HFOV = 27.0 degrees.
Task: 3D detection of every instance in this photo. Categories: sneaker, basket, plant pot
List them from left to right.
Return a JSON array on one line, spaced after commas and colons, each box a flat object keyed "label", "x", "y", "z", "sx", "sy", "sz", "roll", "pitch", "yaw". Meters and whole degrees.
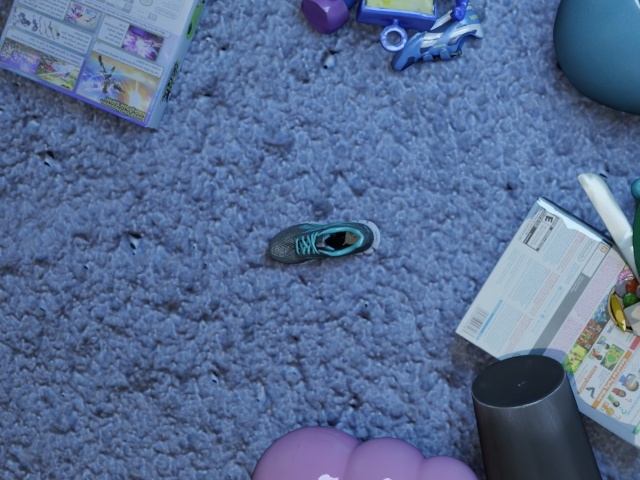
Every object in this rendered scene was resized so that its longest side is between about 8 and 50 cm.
[{"label": "sneaker", "x": 0.000, "y": 0.000, "z": 1.932, "sx": 0.166, "sy": 0.076, "sz": 0.065, "roll": -10, "pitch": 89, "yaw": 12}, {"label": "sneaker", "x": 0.166, "y": -0.278, "z": 1.899, "sx": 0.144, "sy": 0.053, "sz": 0.059, "roll": -33, "pitch": 88, "yaw": 12}, {"label": "basket", "x": 0.289, "y": 0.281, "z": 1.787, "sx": 0.154, "sy": 0.204, "sz": 0.227, "roll": -25, "pitch": 116, "yaw": -17}, {"label": "plant pot", "x": 0.424, "y": -0.281, "z": 1.759, "sx": 0.195, "sy": 0.290, "sz": 0.290, "roll": -25, "pitch": 87, "yaw": 47}]

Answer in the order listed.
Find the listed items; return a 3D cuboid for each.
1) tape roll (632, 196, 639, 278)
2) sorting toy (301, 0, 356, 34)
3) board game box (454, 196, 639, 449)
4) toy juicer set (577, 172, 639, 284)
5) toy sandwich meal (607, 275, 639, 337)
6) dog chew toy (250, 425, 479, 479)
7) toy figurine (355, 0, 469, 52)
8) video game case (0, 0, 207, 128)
[{"label": "tape roll", "x": 0.568, "y": -0.004, "z": 1.711, "sx": 0.321, "sy": 0.077, "sz": 0.321, "roll": 0, "pitch": 80, "yaw": -2}, {"label": "sorting toy", "x": -0.068, "y": -0.464, "z": 1.932, "sx": 0.365, "sy": 0.127, "sz": 0.126, "roll": 45, "pitch": 70, "yaw": 4}, {"label": "board game box", "x": 0.375, "y": 0.111, "z": 1.851, "sx": 0.303, "sy": 0.097, "sz": 0.224, "roll": 33, "pitch": 98, "yaw": 9}, {"label": "toy juicer set", "x": 0.517, "y": -0.007, "z": 1.795, "sx": 0.329, "sy": 0.089, "sz": 0.209, "roll": -8, "pitch": 81, "yaw": -3}, {"label": "toy sandwich meal", "x": 0.422, "y": 0.089, "z": 1.777, "sx": 0.085, "sy": 0.029, "sz": 0.086, "roll": 0, "pitch": 91, "yaw": 11}, {"label": "dog chew toy", "x": 0.071, "y": 0.360, "z": 1.850, "sx": 0.331, "sy": 0.206, "sz": 0.207, "roll": -3, "pitch": 92, "yaw": 23}, {"label": "toy figurine", "x": 0.085, "y": -0.367, "z": 1.804, "sx": 0.362, "sy": 0.191, "sz": 0.217, "roll": 6, "pitch": 92, "yaw": -7}, {"label": "video game case", "x": -0.325, "y": -0.328, "z": 1.992, "sx": 0.269, "sy": 0.061, "sz": 0.244, "roll": 23, "pitch": 95, "yaw": 10}]
